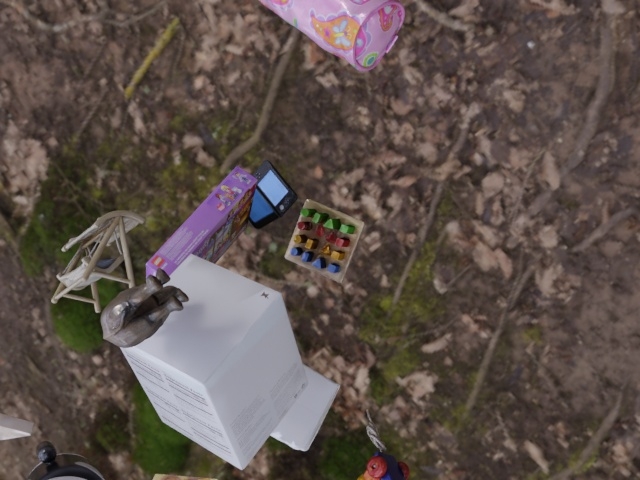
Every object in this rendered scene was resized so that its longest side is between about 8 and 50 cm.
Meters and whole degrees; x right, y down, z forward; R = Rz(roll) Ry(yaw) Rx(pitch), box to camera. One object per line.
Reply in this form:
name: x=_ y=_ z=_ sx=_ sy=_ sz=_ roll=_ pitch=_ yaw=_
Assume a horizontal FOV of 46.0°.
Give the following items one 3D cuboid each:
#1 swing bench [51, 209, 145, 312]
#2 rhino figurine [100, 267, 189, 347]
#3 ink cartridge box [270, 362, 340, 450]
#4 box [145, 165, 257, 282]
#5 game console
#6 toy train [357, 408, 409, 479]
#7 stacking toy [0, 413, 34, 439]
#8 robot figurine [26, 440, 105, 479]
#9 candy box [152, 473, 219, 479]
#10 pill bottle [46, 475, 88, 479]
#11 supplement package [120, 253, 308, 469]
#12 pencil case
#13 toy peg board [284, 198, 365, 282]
swing bench: x=-0.666 y=0.054 z=2.255 sx=0.165 sy=0.255 sz=0.253 roll=19 pitch=150 yaw=-34
rhino figurine: x=-0.246 y=0.094 z=1.061 sx=0.073 sy=0.106 sz=0.243 roll=51 pitch=177 yaw=-3
ink cartridge box: x=-0.152 y=0.313 z=1.673 sx=0.279 sy=0.160 sz=0.384 roll=31 pitch=167 yaw=-10
box: x=-0.244 y=0.007 z=1.540 sx=0.057 sy=0.293 sz=0.201 roll=34 pitch=150 yaw=7
game console: x=-0.133 y=-0.106 z=1.731 sx=0.122 sy=0.071 sz=0.107 roll=51 pitch=119 yaw=13
toy train: x=0.095 y=0.477 z=1.486 sx=0.105 sy=0.143 sz=0.248 roll=30 pitch=-156 yaw=-47
stacking toy: x=-0.672 y=0.342 z=1.262 sx=0.309 sy=0.130 sz=0.279 roll=-23 pitch=134 yaw=36
robot figurine: x=-0.536 y=0.544 z=1.575 sx=0.173 sy=0.209 sz=0.278 roll=21 pitch=168 yaw=-20
candy box: x=-0.294 y=0.717 z=1.883 sx=0.183 sy=0.087 sz=0.316 roll=-3 pitch=127 yaw=21
pill bottle: x=-0.427 y=0.499 z=1.243 sx=0.112 sy=0.112 sz=0.187 roll=24 pitch=112 yaw=49
supplement package: x=-0.173 y=0.203 z=1.266 sx=0.198 sy=0.199 sz=0.263 roll=21 pitch=144 yaw=29
pencil case: x=-0.008 y=-0.374 z=1.145 sx=0.284 sy=0.124 sz=0.124 roll=39 pitch=154 yaw=25
toy peg board: x=0.000 y=0.000 z=1.825 sx=0.161 sy=0.161 sz=0.079 roll=23 pitch=-173 yaw=17
